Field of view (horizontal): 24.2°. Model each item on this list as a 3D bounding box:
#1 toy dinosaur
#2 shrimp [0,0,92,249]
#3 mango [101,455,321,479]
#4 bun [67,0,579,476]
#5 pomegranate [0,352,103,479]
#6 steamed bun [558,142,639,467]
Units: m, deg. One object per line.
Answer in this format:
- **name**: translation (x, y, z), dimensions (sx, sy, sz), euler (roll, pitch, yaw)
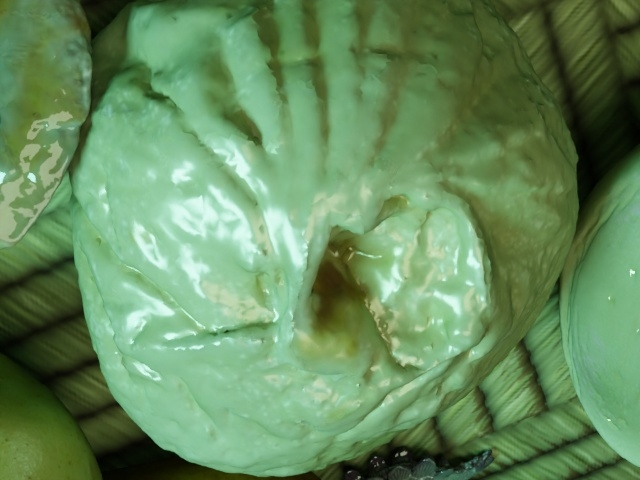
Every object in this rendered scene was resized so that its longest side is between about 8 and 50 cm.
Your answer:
- **toy dinosaur**: translation (0.045, 0.212, 1.175), dimensions (0.209, 0.039, 0.082), euler (-29, 120, -9)
- **shrimp**: translation (-0.237, -0.029, 0.874), dimensions (0.317, 0.168, 0.077), euler (-66, 156, 1)
- **mango**: translation (-0.101, 0.246, 1.085), dimensions (0.254, 0.176, 0.139), euler (-12, 151, -2)
- **bun**: translation (0.000, 0.000, 0.932), dimensions (0.352, 0.227, 0.349), euler (-44, 122, 14)
- **pomegranate**: translation (-0.260, 0.171, 0.969), dimensions (0.233, 0.233, 0.233), euler (-6, 121, -11)
- **steamed bun**: translation (0.254, 0.022, 1.023), dimensions (0.200, 0.154, 0.250), euler (-26, 129, -35)
